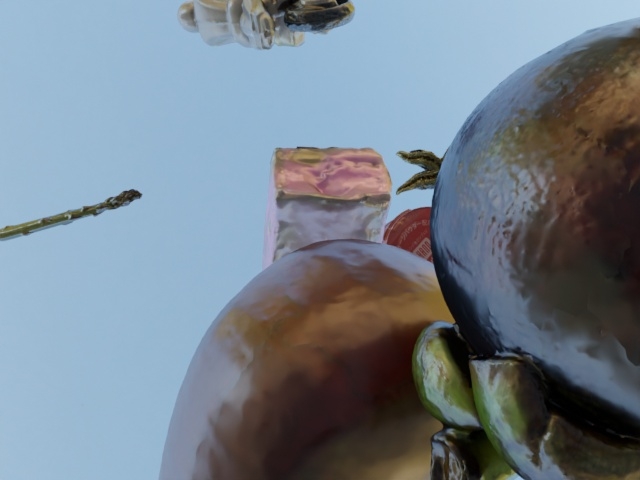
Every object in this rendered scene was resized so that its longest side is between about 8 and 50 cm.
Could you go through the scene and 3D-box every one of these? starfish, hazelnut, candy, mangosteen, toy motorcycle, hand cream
[{"bbox_3d":[0.249,-0.116,1.325,0.208,0.053,0.176,-10,-96,6],"label":"starfish"},{"bbox_3d":[0.020,0.200,0.672,0.359,0.359,0.409,20,-73,-14],"label":"hazelnut"},{"bbox_3d":[0.000,0.000,0.933,0.155,0.265,0.116,2,-136,-7],"label":"candy"},{"bbox_3d":[0.199,0.016,0.413,0.311,0.311,0.311,5,-104,-18],"label":"mangosteen"},{"bbox_3d":[-0.092,-0.338,0.979,0.222,0.341,0.108,-17,-59,-15],"label":"toy motorcycle"},{"bbox_3d":[0.174,0.044,1.183,0.193,0.125,0.193,5,-106,-19],"label":"hand cream"}]

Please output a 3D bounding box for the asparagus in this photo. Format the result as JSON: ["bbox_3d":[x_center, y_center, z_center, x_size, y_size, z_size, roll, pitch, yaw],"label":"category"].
[{"bbox_3d":[-0.354,-0.033,0.939,0.248,0.024,0.025,-14,-102,20],"label":"asparagus"}]
